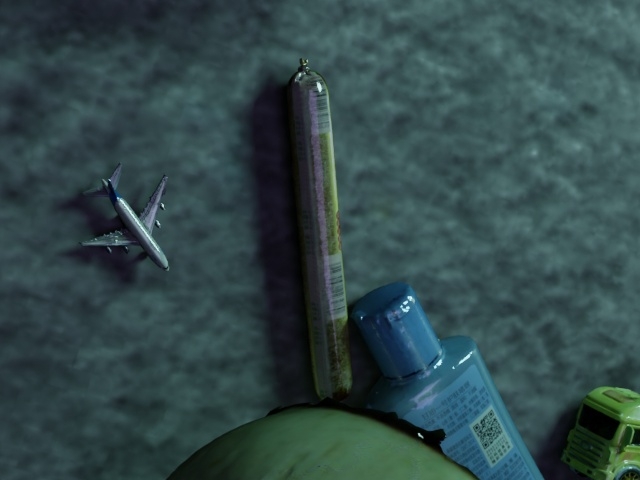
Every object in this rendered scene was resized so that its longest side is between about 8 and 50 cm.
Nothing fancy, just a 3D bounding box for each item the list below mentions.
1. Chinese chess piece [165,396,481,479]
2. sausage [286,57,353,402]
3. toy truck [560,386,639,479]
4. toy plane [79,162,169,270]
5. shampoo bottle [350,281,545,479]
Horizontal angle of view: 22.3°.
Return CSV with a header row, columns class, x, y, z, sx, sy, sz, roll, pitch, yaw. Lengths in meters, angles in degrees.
class,x,y,z,sx,sy,sz,roll,pitch,yaw
Chinese chess piece,0.028,0.275,1.077,0.146,0.349,0.349,-38,114,-36
sausage,0.000,0.000,1.192,0.032,0.033,0.269,-11,103,-25
toy truck,0.289,0.163,1.339,0.168,0.077,0.100,11,96,-26
toy plane,-0.130,-0.012,1.130,0.078,0.024,0.084,-40,120,-16
shampoo bottle,0.101,0.148,1.250,0.103,0.061,0.258,-34,112,-17
